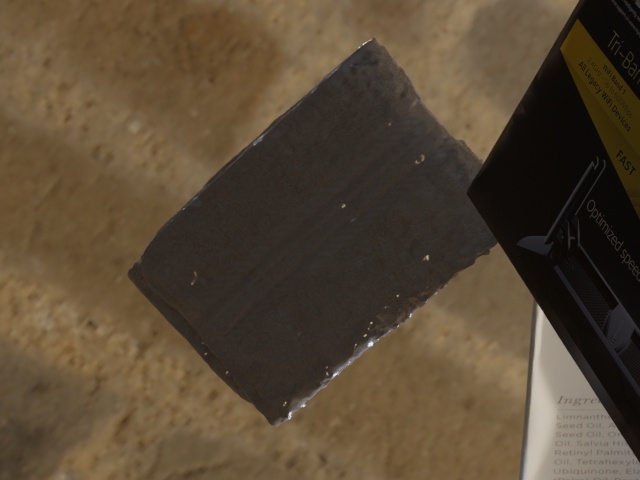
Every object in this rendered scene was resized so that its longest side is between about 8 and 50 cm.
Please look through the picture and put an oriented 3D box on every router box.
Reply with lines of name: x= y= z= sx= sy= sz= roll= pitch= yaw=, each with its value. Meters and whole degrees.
router box: x=0.220 y=-0.010 z=0.844 sx=0.081 sy=0.243 sz=0.309 roll=2 pitch=-137 yaw=-33

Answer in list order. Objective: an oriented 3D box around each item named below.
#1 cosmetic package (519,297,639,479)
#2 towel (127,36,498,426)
cosmetic package: x=0.226 y=0.184 z=1.148 sx=0.161 sy=0.230 sz=0.453 roll=-1 pitch=-146 yaw=11
towel: x=0.000 y=0.000 z=1.288 sx=0.187 sy=0.282 sz=0.049 roll=48 pitch=-160 yaw=-5
